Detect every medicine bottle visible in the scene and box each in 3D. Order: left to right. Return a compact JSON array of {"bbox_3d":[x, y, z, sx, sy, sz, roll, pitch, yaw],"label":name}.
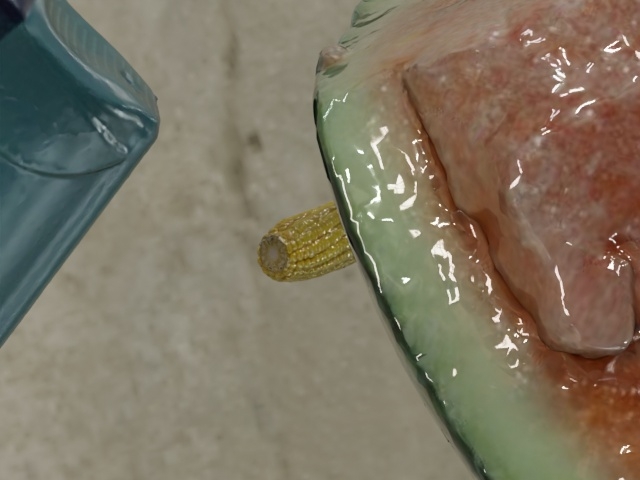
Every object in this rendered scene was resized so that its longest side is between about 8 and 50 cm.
[{"bbox_3d":[-0.161,-0.001,0.711,0.124,0.258,0.079,30,16,-21],"label":"medicine bottle"}]

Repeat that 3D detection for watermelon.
[{"bbox_3d":[0.148,-0.010,0.567,0.283,0.250,0.292,43,82,-7],"label":"watermelon"}]

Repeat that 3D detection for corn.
[{"bbox_3d":[0.000,0.000,0.980,0.092,0.037,0.037,-18,92,-57],"label":"corn"}]
